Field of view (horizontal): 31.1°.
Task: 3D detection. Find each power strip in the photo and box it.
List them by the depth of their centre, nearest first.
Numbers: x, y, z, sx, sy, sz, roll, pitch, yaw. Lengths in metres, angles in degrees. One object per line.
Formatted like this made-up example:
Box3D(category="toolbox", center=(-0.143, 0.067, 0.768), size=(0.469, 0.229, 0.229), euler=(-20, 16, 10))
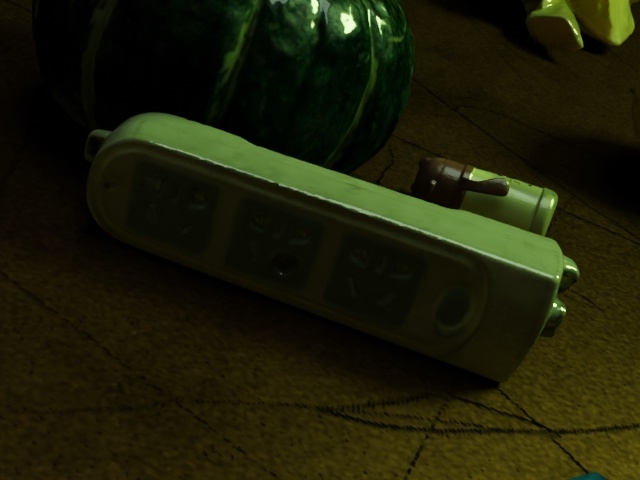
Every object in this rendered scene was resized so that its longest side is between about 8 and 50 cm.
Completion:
Box3D(category="power strip", center=(0.000, -0.001, 0.640), size=(0.286, 0.080, 0.048), euler=(20, 28, 0))

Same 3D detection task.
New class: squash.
Box3D(category="squash", center=(-0.060, -0.135, 0.749), size=(0.252, 0.165, 0.252), euler=(16, 24, -8))

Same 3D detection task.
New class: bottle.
Box3D(category="bottle", center=(0.114, -0.031, 0.814), size=(0.101, 0.063, 0.047), euler=(22, 55, 7))

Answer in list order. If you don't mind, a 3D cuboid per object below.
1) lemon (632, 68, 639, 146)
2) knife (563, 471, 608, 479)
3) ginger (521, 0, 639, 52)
Box3D(category="lemon", center=(0.372, -0.112, 1.005), size=(0.249, 0.184, 0.184), euler=(1, 33, -26))
Box3D(category="knife", center=(0.043, 0.135, 0.480), size=(0.297, 0.026, 0.044), euler=(-1, 37, -42))
Box3D(category="ginger", center=(0.210, -0.403, 1.350), size=(0.413, 0.211, 0.358), euler=(43, -7, 16))
